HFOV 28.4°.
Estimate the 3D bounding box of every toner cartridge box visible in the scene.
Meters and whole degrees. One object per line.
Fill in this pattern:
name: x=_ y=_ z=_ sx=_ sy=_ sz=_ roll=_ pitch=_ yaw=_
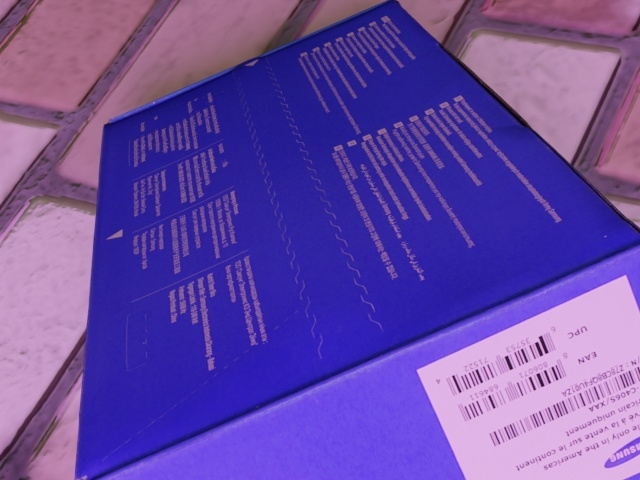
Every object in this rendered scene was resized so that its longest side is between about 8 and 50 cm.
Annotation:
toner cartridge box: x=0.000 y=0.000 z=0.492 sx=0.165 sy=0.075 sz=0.348 roll=-22 pitch=23 yaw=1
